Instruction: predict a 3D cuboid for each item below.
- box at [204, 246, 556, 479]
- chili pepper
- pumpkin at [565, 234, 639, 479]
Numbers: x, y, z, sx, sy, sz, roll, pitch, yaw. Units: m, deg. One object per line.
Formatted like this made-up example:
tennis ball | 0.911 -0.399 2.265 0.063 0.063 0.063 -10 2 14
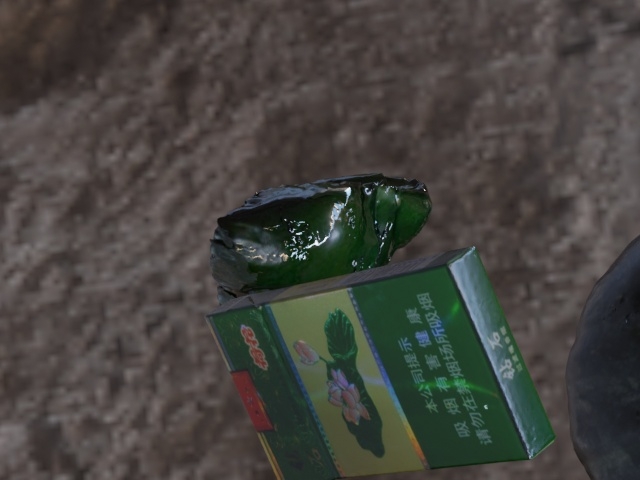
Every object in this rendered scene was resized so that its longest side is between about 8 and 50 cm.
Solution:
box | 0.032 0.085 1.242 0.034 0.235 0.132 -32 103 -40
chili pepper | 0.000 0.008 1.623 0.264 0.148 0.116 -14 94 -69
pumpkin | 0.484 0.156 2.051 0.344 0.454 0.454 69 15 -86
